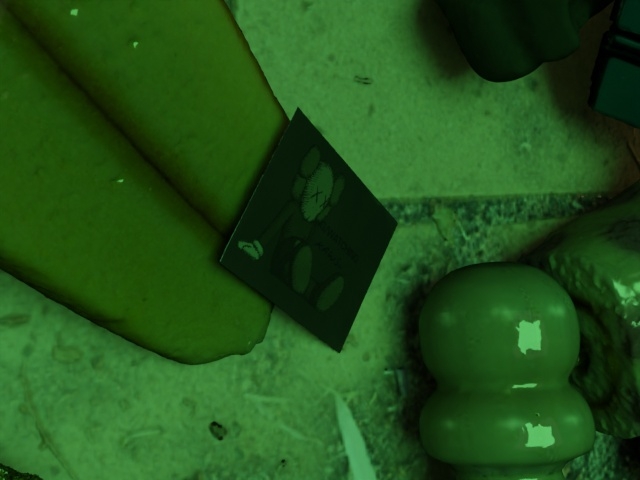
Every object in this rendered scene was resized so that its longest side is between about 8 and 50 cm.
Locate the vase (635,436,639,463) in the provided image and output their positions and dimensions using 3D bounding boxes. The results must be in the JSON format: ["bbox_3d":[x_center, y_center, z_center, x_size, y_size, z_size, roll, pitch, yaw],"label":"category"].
[{"bbox_3d":[0.360,0.255,0.854,0.120,0.120,0.183,11,96,-27],"label":"vase"}]

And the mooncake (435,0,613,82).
[{"bbox_3d":[0.188,-0.214,0.747,0.175,0.168,0.104,-35,106,-9],"label":"mooncake"}]

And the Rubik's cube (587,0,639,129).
[{"bbox_3d":[0.430,-0.234,0.735,0.283,0.289,0.294,26,60,19],"label":"Rubik's cube"}]

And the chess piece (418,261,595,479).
[{"bbox_3d":[0.155,0.182,0.715,0.182,0.182,0.331,1,82,-28],"label":"chess piece"}]

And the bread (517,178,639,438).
[{"bbox_3d":[0.356,0.019,0.830,0.338,0.155,0.187,-31,106,-26],"label":"bread"}]

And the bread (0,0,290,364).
[{"bbox_3d":[-0.172,-0.077,0.613,0.233,0.244,0.362,-56,143,-17],"label":"bread"}]

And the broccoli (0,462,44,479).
[{"bbox_3d":[-0.219,0.196,0.539,0.130,0.120,0.131,-10,126,-8],"label":"broccoli"}]

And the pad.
[{"bbox_3d":[0.000,0.000,0.675,0.190,0.004,0.127,44,67,-52],"label":"pad"}]
